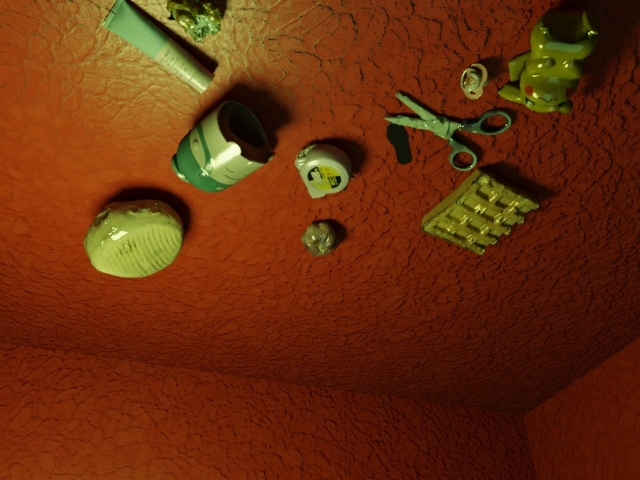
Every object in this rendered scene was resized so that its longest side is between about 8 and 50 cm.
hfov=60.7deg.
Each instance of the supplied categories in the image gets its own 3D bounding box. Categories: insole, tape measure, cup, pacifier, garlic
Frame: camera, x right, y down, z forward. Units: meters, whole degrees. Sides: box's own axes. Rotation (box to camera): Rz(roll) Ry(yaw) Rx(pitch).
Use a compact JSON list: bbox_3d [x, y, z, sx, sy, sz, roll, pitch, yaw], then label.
[{"bbox_3d":[0.260,-0.316,1.790,0.064,0.004,0.188,-11,139,16],"label":"insole"},{"bbox_3d":[0.020,-0.238,1.824,0.178,0.105,0.196,-3,139,17],"label":"tape measure"},{"bbox_3d":[-0.284,-0.278,1.714,0.258,0.219,0.290,-28,164,31],"label":"cup"},{"bbox_3d":[0.451,-0.461,1.575,0.078,0.081,0.099,-14,127,-36],"label":"pacifier"},{"bbox_3d":[0.000,0.000,2.106,0.147,0.102,0.159,8,140,-6],"label":"garlic"}]

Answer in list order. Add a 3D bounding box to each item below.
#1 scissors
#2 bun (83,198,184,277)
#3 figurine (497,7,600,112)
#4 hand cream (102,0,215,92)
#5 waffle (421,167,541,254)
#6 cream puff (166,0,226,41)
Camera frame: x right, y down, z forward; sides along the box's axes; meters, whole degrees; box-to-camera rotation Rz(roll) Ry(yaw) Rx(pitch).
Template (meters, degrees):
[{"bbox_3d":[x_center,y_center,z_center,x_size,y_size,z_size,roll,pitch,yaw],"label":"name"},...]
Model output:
[{"bbox_3d":[0.383,-0.361,1.715,0.383,0.029,0.256,19,137,-18],"label":"scissors"},{"bbox_3d":[-0.676,-0.020,2.014,0.362,0.234,0.326,-33,138,14],"label":"bun"},{"bbox_3d":[0.613,-0.468,1.476,0.218,0.169,0.326,12,139,11],"label":"figurine"},{"bbox_3d":[-0.443,-0.533,1.521,0.312,0.070,0.111,37,131,-25],"label":"hand cream"},{"bbox_3d":[0.577,-0.101,1.987,0.304,0.077,0.348,22,136,-21],"label":"waffle"},{"bbox_3d":[-0.312,-0.588,1.400,0.156,0.121,0.156,-23,179,-1],"label":"cream puff"}]
